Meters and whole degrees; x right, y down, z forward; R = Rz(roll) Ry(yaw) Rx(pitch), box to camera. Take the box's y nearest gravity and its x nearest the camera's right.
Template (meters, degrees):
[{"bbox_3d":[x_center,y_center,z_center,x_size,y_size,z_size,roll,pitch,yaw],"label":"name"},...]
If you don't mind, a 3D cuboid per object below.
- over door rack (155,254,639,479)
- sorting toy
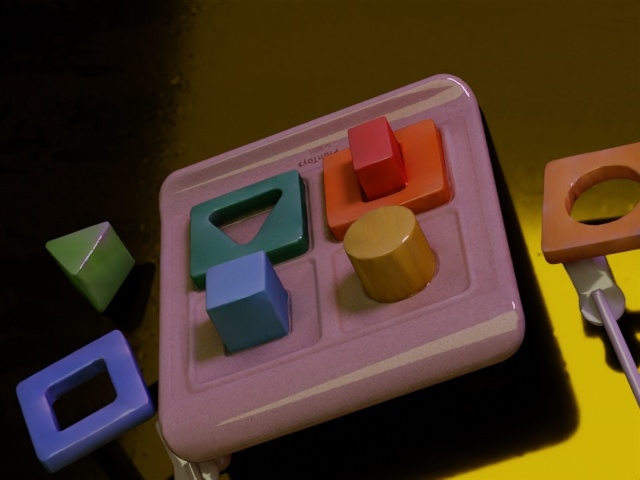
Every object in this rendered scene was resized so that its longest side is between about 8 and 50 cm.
[{"bbox_3d":[0.072,0.170,0.888,0.239,0.108,0.324,-24,67,6],"label":"over door rack"},{"bbox_3d":[0.000,0.000,0.960,0.348,0.047,0.196,-20,41,11],"label":"sorting toy"}]
